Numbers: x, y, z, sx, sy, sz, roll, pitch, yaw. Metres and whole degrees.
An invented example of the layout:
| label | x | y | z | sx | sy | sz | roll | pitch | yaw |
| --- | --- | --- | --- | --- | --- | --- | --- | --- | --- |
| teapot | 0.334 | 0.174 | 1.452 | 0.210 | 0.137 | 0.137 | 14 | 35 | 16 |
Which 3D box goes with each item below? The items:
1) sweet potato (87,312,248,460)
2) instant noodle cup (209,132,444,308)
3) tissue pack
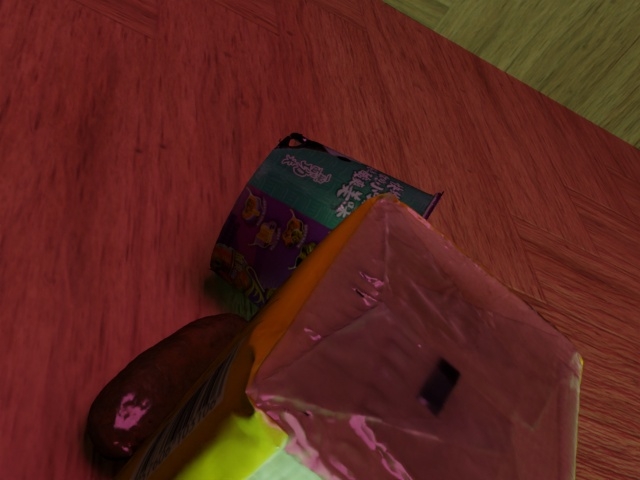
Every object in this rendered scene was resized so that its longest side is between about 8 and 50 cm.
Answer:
| label | x | y | z | sx | sy | sz | roll | pitch | yaw |
| --- | --- | --- | --- | --- | --- | --- | --- | --- | --- |
| sweet potato | -0.142 | 0.130 | 0.884 | 0.075 | 0.075 | 0.273 | 41 | 27 | 4 |
| instant noodle cup | 0.000 | 0.000 | 1.057 | 0.190 | 0.251 | 0.251 | 32 | 30 | 6 |
| tissue pack | -0.025 | 0.199 | 0.609 | 0.228 | 0.382 | 0.293 | 40 | 30 | -3 |
